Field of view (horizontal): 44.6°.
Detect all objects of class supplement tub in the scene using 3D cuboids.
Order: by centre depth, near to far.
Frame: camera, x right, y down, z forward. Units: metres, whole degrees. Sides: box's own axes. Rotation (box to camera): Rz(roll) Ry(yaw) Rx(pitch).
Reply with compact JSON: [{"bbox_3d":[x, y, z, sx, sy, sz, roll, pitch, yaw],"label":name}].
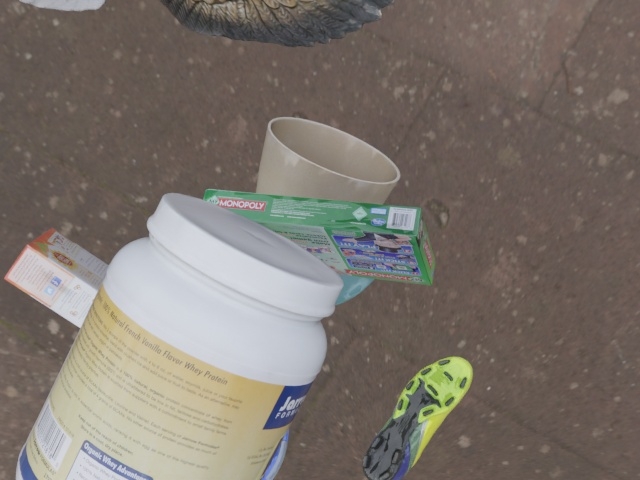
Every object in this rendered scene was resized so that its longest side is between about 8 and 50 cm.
[{"bbox_3d":[-0.132,0.135,0.763,0.228,0.228,0.316,29,98,13],"label":"supplement tub"}]

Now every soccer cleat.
[{"bbox_3d":[0.184,0.337,1.470,0.093,0.121,0.289,38,90,26],"label":"soccer cleat"}]

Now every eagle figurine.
[{"bbox_3d":[-0.111,-0.251,0.567,0.226,0.225,0.298,-25,47,-24],"label":"eagle figurine"}]

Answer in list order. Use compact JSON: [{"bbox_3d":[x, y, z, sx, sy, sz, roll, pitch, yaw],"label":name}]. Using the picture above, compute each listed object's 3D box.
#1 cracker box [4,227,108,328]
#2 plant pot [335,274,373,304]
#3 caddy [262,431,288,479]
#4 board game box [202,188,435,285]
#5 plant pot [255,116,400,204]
[{"bbox_3d":[-0.347,0.082,1.193,0.232,0.156,0.067,35,94,-11],"label":"cracker box"},{"bbox_3d":[0.000,0.000,1.774,0.271,0.271,0.255,-39,111,-7],"label":"plant pot"},{"bbox_3d":[-0.161,0.418,1.587,0.179,0.241,0.341,23,62,5],"label":"caddy"},{"bbox_3d":[0.004,-0.002,1.172,0.317,0.213,0.046,6,71,16],"label":"board game box"},{"bbox_3d":[-0.024,-0.052,1.463,0.256,0.256,0.274,30,114,13],"label":"plant pot"}]
